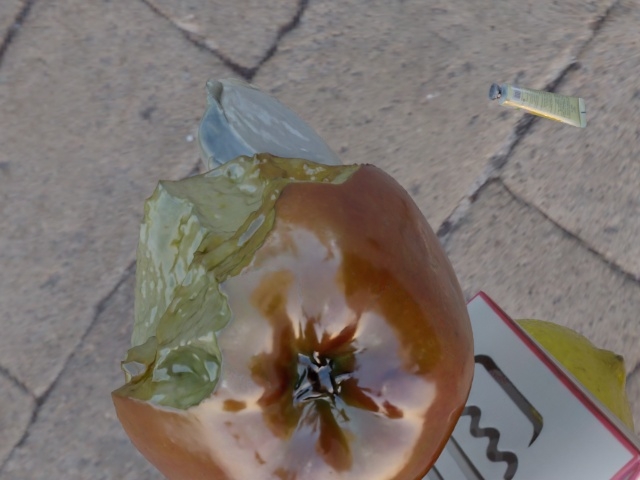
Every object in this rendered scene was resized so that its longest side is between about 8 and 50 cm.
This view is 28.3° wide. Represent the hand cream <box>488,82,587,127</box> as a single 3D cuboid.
[{"bbox_3d":[0.211,-0.133,1.228,0.102,0.035,0.022,11,148,-18],"label":"hand cream"}]

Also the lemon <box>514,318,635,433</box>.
[{"bbox_3d":[0.210,0.213,1.386,0.267,0.267,0.267,3,100,17],"label":"lemon"}]

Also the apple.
[{"bbox_3d":[-0.010,0.047,0.526,0.156,0.158,0.147,-41,117,0],"label":"apple"}]

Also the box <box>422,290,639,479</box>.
[{"bbox_3d":[0.157,0.276,0.960,0.300,0.314,0.312,-46,113,5],"label":"box"}]

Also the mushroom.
[{"bbox_3d":[0.002,-0.001,1.151,0.109,0.097,0.351,-42,77,25],"label":"mushroom"}]
